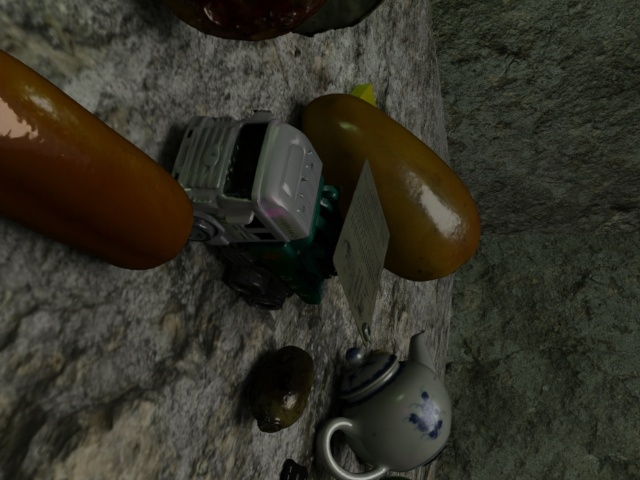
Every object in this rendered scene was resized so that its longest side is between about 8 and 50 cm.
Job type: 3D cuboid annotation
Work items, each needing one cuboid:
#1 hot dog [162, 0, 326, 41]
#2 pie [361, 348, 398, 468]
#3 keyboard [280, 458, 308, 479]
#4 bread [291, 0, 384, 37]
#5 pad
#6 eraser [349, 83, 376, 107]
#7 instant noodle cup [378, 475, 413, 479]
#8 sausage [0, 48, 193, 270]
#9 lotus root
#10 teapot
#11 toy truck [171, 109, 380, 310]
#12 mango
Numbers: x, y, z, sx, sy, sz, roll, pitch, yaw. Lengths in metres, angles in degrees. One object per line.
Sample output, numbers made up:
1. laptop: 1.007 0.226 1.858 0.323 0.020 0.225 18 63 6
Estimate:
1. hot dog: -0.072 -0.415 0.568 0.174 0.267 0.387 127 -25 -82
2. pie: 0.173 0.458 1.420 0.315 0.092 0.315 -1 90 -71
3. keyboard: -0.065 0.516 0.892 0.106 0.016 0.262 61 34 -52
4. bread: 0.020 -0.554 0.825 0.264 0.239 0.395 -60 144 -53
5. pad: 0.069 0.006 0.767 0.265 0.009 0.159 -70 145 -50
6. eraser: 0.101 -0.324 1.305 0.122 0.045 0.097 -59 143 -51
7. instant noodle cup: 0.146 0.668 1.234 0.233 0.207 0.207 33 58 -55
8. sausage: -0.203 -0.053 0.429 0.274 0.105 0.105 47 47 -62
9. lotus root: -0.057 0.224 0.819 0.080 0.089 0.179 -52 -176 31
10. teapot: 0.145 0.358 1.172 0.424 0.252 0.280 -35 89 -39
11. toy truck: -0.051 -0.023 0.725 0.363 0.178 0.176 49 45 -56
12. mango: 0.135 -0.103 1.027 0.445 0.232 0.300 47 20 -19
